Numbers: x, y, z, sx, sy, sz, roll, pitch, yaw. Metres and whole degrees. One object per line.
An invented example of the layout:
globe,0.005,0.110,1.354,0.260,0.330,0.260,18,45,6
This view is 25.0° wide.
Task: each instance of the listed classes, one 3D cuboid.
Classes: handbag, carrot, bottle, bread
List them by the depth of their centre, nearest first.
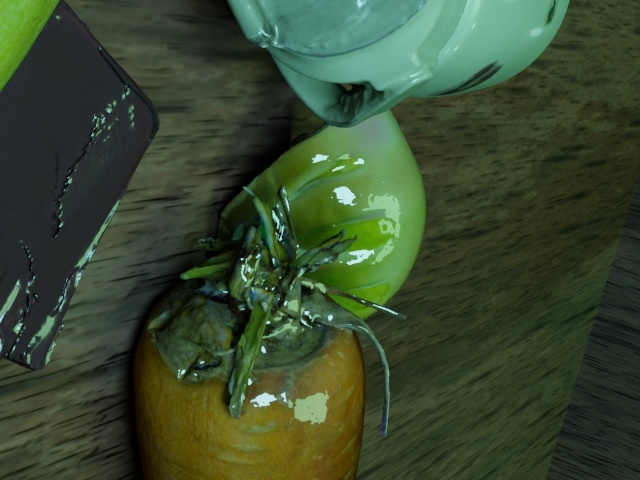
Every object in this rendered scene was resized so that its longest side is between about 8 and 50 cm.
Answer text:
handbag,-0.201,-0.035,0.892,0.216,0.074,0.203,-65,157,-9
bottle,0.051,-0.200,1.111,0.352,0.229,0.229,-26,132,-65
carrot,-0.054,0.131,1.195,0.193,0.214,0.331,-40,140,-42
bread,0.008,-0.007,1.284,0.158,0.156,0.260,-46,147,-48

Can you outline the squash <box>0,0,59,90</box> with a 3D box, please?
squash,-0.208,-0.110,0.747,0.186,0.123,0.123,-64,157,-13
